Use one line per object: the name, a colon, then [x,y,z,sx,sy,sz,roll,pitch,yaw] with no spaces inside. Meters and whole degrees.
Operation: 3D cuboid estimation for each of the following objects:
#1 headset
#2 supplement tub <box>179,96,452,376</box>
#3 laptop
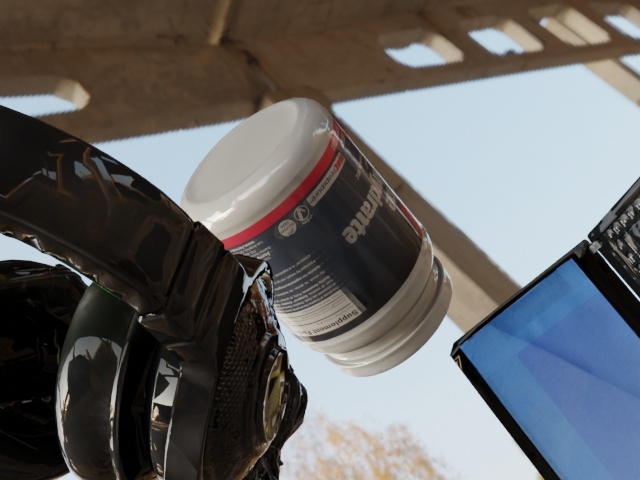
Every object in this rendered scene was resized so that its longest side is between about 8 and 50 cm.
headset: [-0.116,0.054,0.507,0.394,0.243,0.185,56,-141,-41]
supplement tub: [0.000,0.000,0.998,0.191,0.191,0.272,-43,-64,-1]
laptop: [0.247,0.097,0.690,0.136,0.234,0.264,-31,-17,-21]
